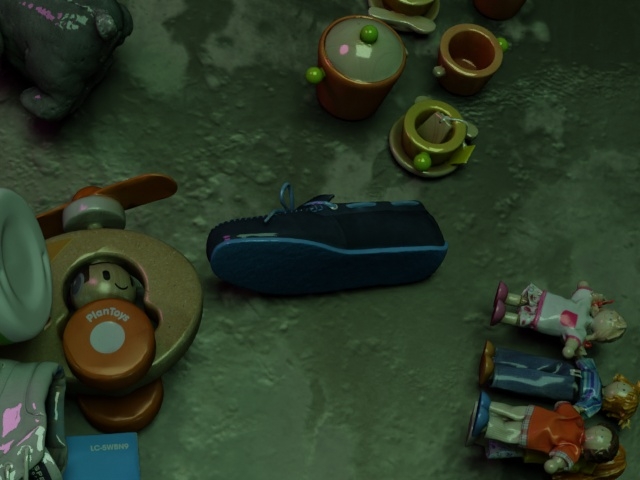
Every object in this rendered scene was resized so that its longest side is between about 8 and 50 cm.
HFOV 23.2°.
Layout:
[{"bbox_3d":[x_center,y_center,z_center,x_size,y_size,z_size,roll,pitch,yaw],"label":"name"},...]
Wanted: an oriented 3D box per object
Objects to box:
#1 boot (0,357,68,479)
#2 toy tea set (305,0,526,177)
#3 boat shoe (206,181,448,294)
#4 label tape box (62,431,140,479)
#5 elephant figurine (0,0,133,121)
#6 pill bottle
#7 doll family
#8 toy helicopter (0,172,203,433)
[{"bbox_3d":[-0.278,0.203,1.296,0.123,0.095,0.258,-4,52,5],"label":"boot"},{"bbox_3d":[0.126,-0.240,1.726,0.200,0.124,0.336,26,60,4],"label":"toy tea set"},{"bbox_3d":[0.000,0.000,1.596,0.258,0.109,0.089,4,52,-28],"label":"boat shoe"},{"bbox_3d":[-0.262,0.341,1.332,0.241,0.106,0.333,-1,54,-12],"label":"label tape box"},{"bbox_3d":[-0.324,-0.243,1.601,0.239,0.186,0.169,37,25,-4],"label":"elephant figurine"},{"bbox_3d":[-0.374,0.041,1.372,0.246,0.136,0.136,-11,61,12],"label":"pill bottle"},{"bbox_3d":[0.237,0.159,1.552,0.163,0.118,0.263,14,41,3],"label":"doll family"},{"bbox_3d":[-0.282,0.025,1.498,0.355,0.140,0.235,15,63,7],"label":"toy helicopter"}]
